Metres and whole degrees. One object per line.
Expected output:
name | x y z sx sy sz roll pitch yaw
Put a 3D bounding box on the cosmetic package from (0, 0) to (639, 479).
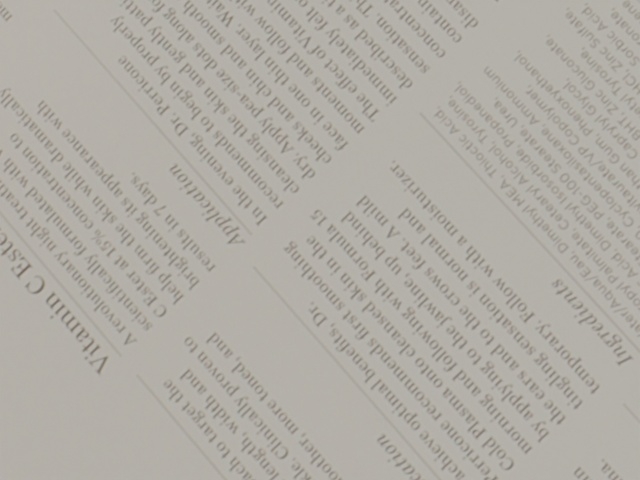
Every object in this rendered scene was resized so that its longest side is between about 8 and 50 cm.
cosmetic package | 0.000 0.000 0.472 0.284 0.377 0.097 -42 -12 2
